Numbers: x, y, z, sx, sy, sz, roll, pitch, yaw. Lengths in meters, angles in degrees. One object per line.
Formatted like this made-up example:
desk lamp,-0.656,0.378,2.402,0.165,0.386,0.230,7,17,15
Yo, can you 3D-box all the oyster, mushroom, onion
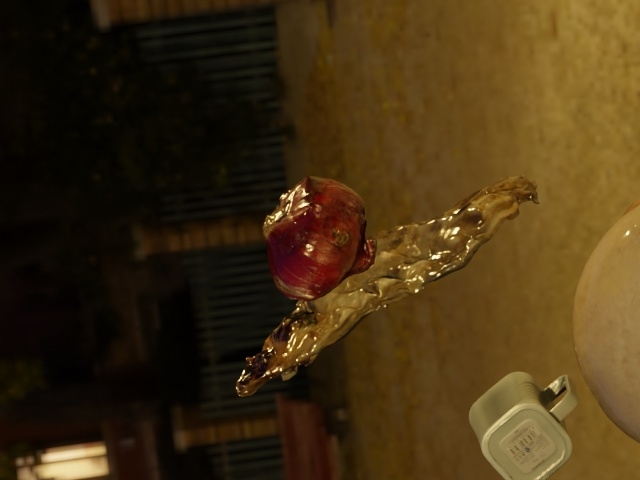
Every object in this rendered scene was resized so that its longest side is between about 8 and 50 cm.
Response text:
oyster,0.058,0.033,1.486,0.079,0.345,0.128,60,166,-12
mushroom,0.265,0.055,1.143,0.209,0.206,0.206,12,112,57
onion,0.000,0.000,1.347,0.107,0.097,0.107,20,-90,-87

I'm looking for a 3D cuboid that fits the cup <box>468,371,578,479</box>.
cup,0.241,0.207,1.845,0.095,0.128,0.129,49,-173,-7
